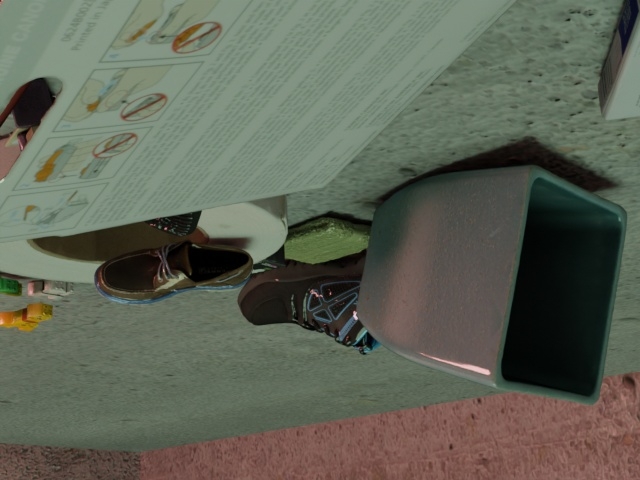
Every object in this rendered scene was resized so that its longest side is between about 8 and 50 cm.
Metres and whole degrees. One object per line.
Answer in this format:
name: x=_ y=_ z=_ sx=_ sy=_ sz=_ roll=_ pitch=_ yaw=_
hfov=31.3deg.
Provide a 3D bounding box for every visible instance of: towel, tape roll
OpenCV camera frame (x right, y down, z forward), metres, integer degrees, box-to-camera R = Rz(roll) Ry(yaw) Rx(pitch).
towel: x=0.000 y=0.000 z=1.537 sx=0.110 sy=0.027 sz=0.148 roll=13 pitch=158 yaw=-41
tape roll: x=-0.231 y=-0.030 z=1.318 sx=0.392 sy=0.072 sz=0.392 roll=-3 pitch=163 yaw=-1

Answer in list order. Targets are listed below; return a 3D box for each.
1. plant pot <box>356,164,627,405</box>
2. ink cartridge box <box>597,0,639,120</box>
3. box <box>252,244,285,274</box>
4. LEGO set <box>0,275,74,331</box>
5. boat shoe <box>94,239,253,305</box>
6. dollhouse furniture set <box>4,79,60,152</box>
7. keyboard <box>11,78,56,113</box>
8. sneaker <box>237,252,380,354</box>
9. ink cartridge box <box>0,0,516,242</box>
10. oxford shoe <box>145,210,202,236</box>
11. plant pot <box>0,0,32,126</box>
plant pot: x=0.190 y=0.051 z=1.389 sx=0.252 sy=0.247 sz=0.248 roll=5 pitch=172 yaw=41
ink cartridge box: x=0.366 y=-0.174 z=0.983 sx=0.224 sy=0.045 sz=0.223 roll=-5 pitch=164 yaw=4
box: x=-0.093 y=0.008 z=1.485 sx=0.083 sy=0.062 sz=0.052 roll=-15 pitch=159 yaw=37
LEGO set: x=-0.439 y=0.083 z=1.637 sx=0.093 sy=0.087 sz=0.227 roll=-15 pitch=161 yaw=36
boat shoe: x=-0.166 y=0.028 z=1.308 sx=0.183 sy=0.066 sz=0.066 roll=-8 pitch=161 yaw=-19
dollhouse furniture set: x=-0.231 y=-0.095 z=1.050 sx=0.114 sy=0.091 sz=0.081 roll=-13 pitch=172 yaw=-29
keyboard: x=-0.339 y=-0.129 z=1.054 sx=0.180 sy=0.023 sz=0.108 roll=-2 pitch=164 yaw=0
sneaker: x=0.020 y=0.099 z=1.675 sx=0.341 sy=0.139 sz=0.125 roll=-12 pitch=163 yaw=33
ink cartridge box: x=-0.077 y=-0.117 z=0.739 sx=0.385 sy=0.091 sz=0.308 roll=-11 pitch=160 yaw=-39
oxford shoe: x=-0.136 y=-0.085 z=1.069 sx=0.083 sy=0.096 sz=0.227 roll=20 pitch=147 yaw=7
plant pot: x=-0.294 y=-0.133 z=0.686 sx=0.275 sy=0.275 sz=0.243 roll=14 pitch=147 yaw=-44
